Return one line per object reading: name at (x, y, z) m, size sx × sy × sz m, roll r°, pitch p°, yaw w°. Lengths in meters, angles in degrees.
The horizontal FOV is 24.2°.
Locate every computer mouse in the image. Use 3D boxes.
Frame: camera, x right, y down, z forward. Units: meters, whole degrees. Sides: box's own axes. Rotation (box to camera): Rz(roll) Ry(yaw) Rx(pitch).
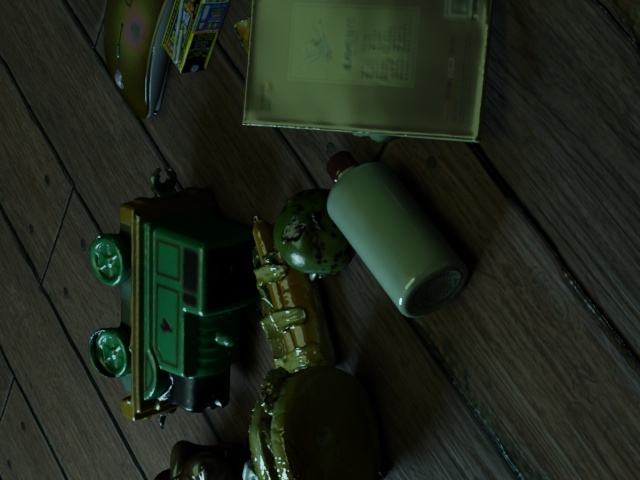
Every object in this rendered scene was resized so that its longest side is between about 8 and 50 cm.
computer mouse at (-0.284, -0.340, 2.362) m, size 0.158 × 0.072 × 0.310 m, roll 50°, pitch 136°, yaw 38°

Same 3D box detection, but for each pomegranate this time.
pomegranate at (0.000, 0.000, 2.023) m, size 0.122 × 0.122 × 0.161 m, roll 51°, pitch 162°, yaw 34°

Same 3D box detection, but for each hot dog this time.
hot dog at (-0.044, 0.091, 2.134) m, size 0.109 × 0.072 × 0.269 m, roll -23°, pitch 80°, yaw 52°

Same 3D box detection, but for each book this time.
book at (0.054, -0.236, 1.797) m, size 0.310 × 0.021 × 0.216 m, roll 6°, pitch 94°, yaw 22°

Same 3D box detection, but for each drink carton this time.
drink carton at (-0.187, -0.337, 2.239) m, size 0.071 × 0.056 × 0.165 m, roll 57°, pitch 139°, yaw 34°

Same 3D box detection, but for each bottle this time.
bottle at (0.083, -0.021, 1.900) m, size 0.245 × 0.104 × 0.104 m, roll 54°, pitch 137°, yaw 32°

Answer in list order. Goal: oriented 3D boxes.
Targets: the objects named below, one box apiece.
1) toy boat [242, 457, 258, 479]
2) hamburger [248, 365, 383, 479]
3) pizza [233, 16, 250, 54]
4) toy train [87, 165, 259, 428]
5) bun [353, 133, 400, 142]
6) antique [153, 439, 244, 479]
toy boat at (-0.067, 0.405, 2.197) m, size 0.115 × 0.114 × 0.262 m, roll 27°, pitch 124°, yaw 34°
hamburger at (-0.013, 0.264, 2.027) m, size 0.122 × 0.189 × 0.215 m, roll -8°, pitch 103°, yaw 48°
pizza at (-0.068, -0.261, 2.110) m, size 0.176 × 0.036 × 0.184 m, roll 30°, pitch 123°, yaw 50°
toy train at (-0.212, 0.102, 2.295) m, size 0.249 × 0.178 × 0.429 m, roll 15°, pitch 111°, yaw 40°
bun at (0.035, -0.215, 1.902) m, size 0.212 × 0.127 × 0.203 m, roll -28°, pitch 74°, yaw 54°
antique at (-0.197, 0.417, 2.356) m, size 0.257 × 0.121 × 0.143 m, roll 118°, pitch 149°, yaw -41°
